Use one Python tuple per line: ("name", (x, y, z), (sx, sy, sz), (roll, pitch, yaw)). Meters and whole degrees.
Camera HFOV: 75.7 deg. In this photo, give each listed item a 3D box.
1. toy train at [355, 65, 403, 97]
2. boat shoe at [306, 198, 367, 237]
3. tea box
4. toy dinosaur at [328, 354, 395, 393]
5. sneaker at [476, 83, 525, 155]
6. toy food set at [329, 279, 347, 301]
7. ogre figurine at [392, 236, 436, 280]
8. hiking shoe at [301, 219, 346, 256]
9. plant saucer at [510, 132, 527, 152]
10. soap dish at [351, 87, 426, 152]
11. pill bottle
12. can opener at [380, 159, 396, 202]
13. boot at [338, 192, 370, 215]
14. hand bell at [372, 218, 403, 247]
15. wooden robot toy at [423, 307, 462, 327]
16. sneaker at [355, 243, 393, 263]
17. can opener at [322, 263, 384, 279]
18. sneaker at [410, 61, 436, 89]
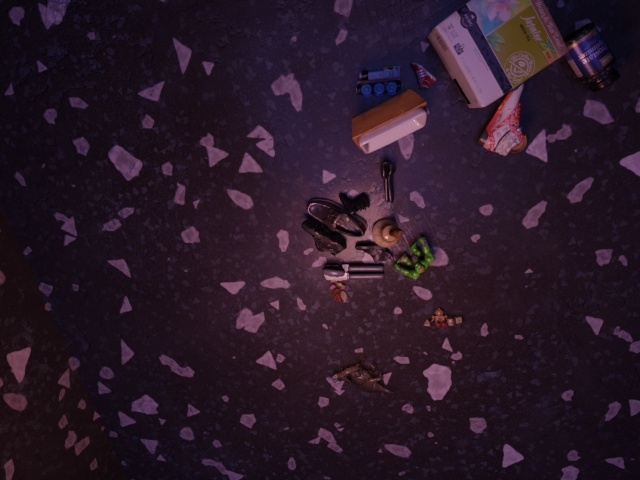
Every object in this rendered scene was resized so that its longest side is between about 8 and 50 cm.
("toy train", (0.229, -0.623, 1.613), (0.184, 0.080, 0.105), (-2, 98, 9))
("boat shoe", (0.070, -0.095, 1.783), (0.285, 0.092, 0.103), (27, 110, -1))
("tea box", (0.615, -0.703, 1.465), (0.323, 0.220, 0.329), (-34, 101, 14))
("toy dinosaur", (0.212, 0.670, 2.012), (0.313, 0.121, 0.160), (24, 120, -6))
("sneaker", (0.738, -0.463, 1.583), (0.144, 0.090, 0.270), (31, 114, 9))
("toy food set", (0.081, 0.233, 1.925), (0.077, 0.019, 0.122), (-5, 114, 8))
("ogre figurine", (0.421, 0.087, 1.805), (0.118, 0.097, 0.197), (43, 92, 11))
("hiking shoe", (0.000, 0.000, 1.814), (0.226, 0.086, 0.114), (33, 126, -14))
("plant saucer", (0.781, -0.394, 1.649), (0.083, 0.015, 0.084), (2, 107, 6))
("soap dish", (0.262, -0.456, 1.590), (0.290, 0.229, 0.118), (-23, 87, 13))
("pill bottle", (0.978, -0.656, 1.489), (0.122, 0.123, 0.219), (-38, 100, 16))
("can opener", (0.284, -0.249, 1.734), (0.073, 0.059, 0.186), (-17, 117, -16))
("boot", (0.149, -0.171, 1.772), (0.099, 0.045, 0.121), (-32, 68, -5))
("hand bell", (0.298, -0.031, 1.686), (0.126, 0.242, 0.126), (0, 91, -5))
("wooden robot toy", (0.556, 0.349, 1.882), (0.173, 0.076, 0.079), (-6, 96, 8))
("sneaker", (0.240, 0.060, 1.834), (0.170, 0.051, 0.089), (-2, 102, 4))
("can opener", (0.149, 0.148, 1.857), (0.280, 0.093, 0.074), (-1, 106, 2))
("sneaker", (0.387, -0.638, 1.605), (0.118, 0.042, 0.067), (35, 104, -7))
